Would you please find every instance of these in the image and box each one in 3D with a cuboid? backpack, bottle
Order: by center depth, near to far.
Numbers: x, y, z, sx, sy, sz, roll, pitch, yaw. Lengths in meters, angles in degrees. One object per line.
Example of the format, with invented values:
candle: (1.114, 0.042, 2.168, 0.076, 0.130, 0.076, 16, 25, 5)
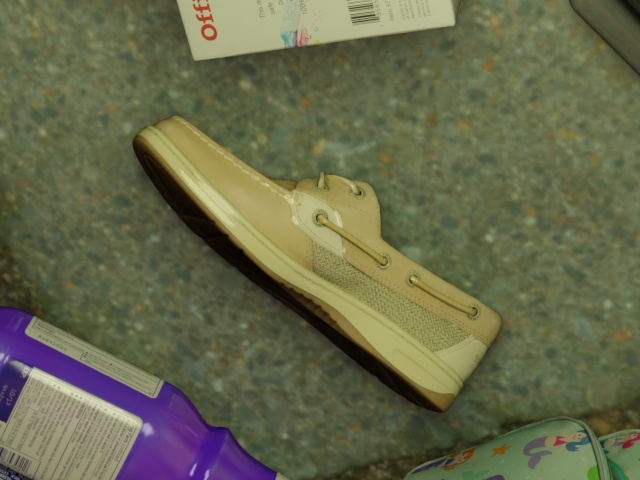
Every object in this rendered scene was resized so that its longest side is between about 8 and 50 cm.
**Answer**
backpack: (0.179, 0.247, 1.253, 0.254, 0.225, 0.191, -17, 118, 14)
bottle: (-0.157, 0.159, 1.349, 0.283, 0.092, 0.118, 26, 117, -4)

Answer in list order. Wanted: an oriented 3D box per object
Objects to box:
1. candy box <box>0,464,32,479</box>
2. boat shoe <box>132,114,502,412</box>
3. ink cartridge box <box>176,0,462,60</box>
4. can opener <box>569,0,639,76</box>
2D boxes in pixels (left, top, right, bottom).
candy box: (-0.309, 0.332, 1.352, 0.122, 0.317, 0.268, 27, 122, -4)
boat shoe: (0.000, 0.000, 1.227, 0.302, 0.109, 0.098, 39, 81, -11)
ink cartridge box: (-0.003, -0.204, 1.081, 0.176, 0.127, 0.128, -5, 119, 15)
can opener: (0.277, -0.079, 1.112, 0.283, 0.095, 0.076, 42, 119, -13)
